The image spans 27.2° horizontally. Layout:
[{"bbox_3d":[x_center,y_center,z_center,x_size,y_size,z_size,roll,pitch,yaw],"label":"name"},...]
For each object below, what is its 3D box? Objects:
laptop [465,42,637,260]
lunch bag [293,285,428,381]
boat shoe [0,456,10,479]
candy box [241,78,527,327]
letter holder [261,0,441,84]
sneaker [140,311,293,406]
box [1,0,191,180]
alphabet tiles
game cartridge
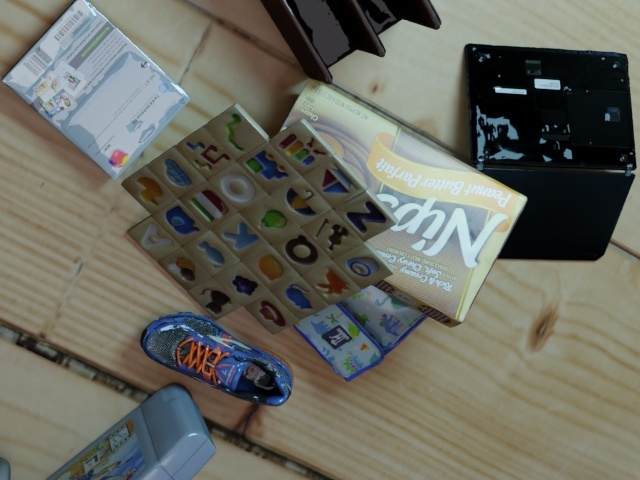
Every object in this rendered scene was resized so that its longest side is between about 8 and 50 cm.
[{"bbox_3d":[0.294,-0.117,1.802,0.234,0.136,0.264,1,77,-13],"label":"laptop"},{"bbox_3d":[0.048,0.095,1.754,0.151,0.096,0.129,-42,101,5],"label":"lunch bag"},{"bbox_3d":[-0.488,0.423,1.697,0.116,0.123,0.324,21,96,-14],"label":"boat shoe"},{"bbox_3d":[0.077,-0.045,1.670,0.317,0.087,0.182,29,80,-2],"label":"candy box"},{"bbox_3d":[-0.008,-0.348,1.576,0.152,0.214,0.301,-34,108,-3],"label":"letter holder"},{"bbox_3d":[-0.129,0.158,1.731,0.221,0.087,0.083,20,97,-16],"label":"sneaker"},{"bbox_3d":[-0.277,-0.189,1.645,0.186,0.038,0.145,42,91,-17],"label":"box"},{"bbox_3d":[-0.079,-0.017,1.624,0.343,0.011,0.285,-29,113,40],"label":"alphabet tiles"},{"bbox_3d":[-0.270,0.315,1.678,0.297,0.198,0.062,-39,107,-2],"label":"game cartridge"}]
